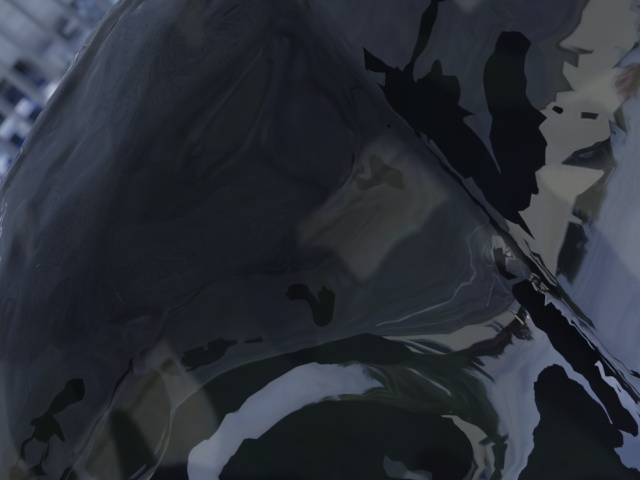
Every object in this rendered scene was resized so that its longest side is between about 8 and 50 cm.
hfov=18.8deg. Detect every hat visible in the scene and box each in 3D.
[{"bbox_3d":[0.000,0.000,0.492,0.257,0.366,0.382,-36,152,-11],"label":"hat"}]
